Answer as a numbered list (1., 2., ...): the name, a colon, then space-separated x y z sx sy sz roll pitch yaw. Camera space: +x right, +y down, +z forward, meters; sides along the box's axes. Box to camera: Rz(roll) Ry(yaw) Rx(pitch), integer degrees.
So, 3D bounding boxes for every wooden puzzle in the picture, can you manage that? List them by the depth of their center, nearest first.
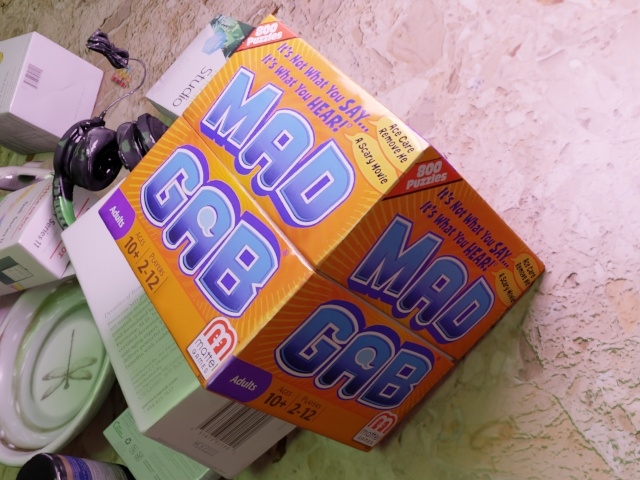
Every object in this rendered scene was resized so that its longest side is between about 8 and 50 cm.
1. wooden puzzle: -0.456 -0.382 1.875 0.083 0.006 0.049 37 95 42

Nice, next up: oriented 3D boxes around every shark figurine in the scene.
1. shark figurine: -0.611 -0.107 1.840 0.278 0.166 0.116 10 109 17

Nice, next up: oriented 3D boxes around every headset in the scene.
1. headset: -0.383 -0.173 1.503 0.243 0.185 0.394 -3 77 13

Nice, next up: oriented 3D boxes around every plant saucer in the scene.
1. plant saucer: -0.492 0.237 1.559 0.400 0.100 0.400 -19 56 30

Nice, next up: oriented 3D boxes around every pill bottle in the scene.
1. pill bottle: -0.370 0.415 1.313 0.123 0.219 0.123 -17 61 32

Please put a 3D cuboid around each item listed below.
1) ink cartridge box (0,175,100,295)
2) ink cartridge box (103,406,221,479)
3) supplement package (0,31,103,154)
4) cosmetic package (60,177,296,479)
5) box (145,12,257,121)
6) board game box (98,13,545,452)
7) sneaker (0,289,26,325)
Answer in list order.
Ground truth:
1. ink cartridge box: -0.575 -0.015 1.645 0.353 0.119 0.207 -14 40 35
2. ink cartridge box: -0.221 0.307 1.345 0.224 0.045 0.223 -46 48 -8
3. supplement package: -0.686 -0.334 1.909 0.262 0.198 0.199 0 72 39
4. cosmetic package: -0.228 0.126 1.290 0.161 0.230 0.453 -40 47 3
5. box: -0.168 -0.297 1.543 0.322 0.058 0.232 32 80 41
6. board game box: 0.000 0.000 1.090 0.356 0.356 0.356 -47 49 7
7. sneaker: -0.677 0.121 1.787 0.129 0.111 0.297 -35 54 1
